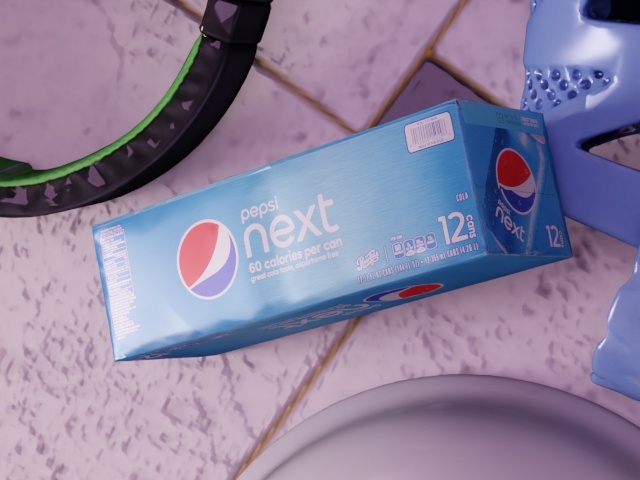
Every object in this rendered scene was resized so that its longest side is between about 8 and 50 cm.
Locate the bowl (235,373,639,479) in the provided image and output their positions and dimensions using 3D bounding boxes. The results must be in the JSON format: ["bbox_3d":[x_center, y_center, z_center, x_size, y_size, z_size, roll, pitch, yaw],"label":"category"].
[{"bbox_3d":[0.054,0.203,0.838,0.298,0.134,0.298,-1,83,12],"label":"bowl"}]

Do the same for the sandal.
[{"bbox_3d":[0.135,-0.056,0.858,0.138,0.126,0.317,-29,77,12],"label":"sandal"}]

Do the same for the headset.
[{"bbox_3d":[-0.135,-0.204,0.900,0.243,0.185,0.394,14,98,14],"label":"headset"}]

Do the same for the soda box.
[{"bbox_3d":[0.000,0.000,0.864,0.210,0.071,0.067,-16,79,36],"label":"soda box"}]
